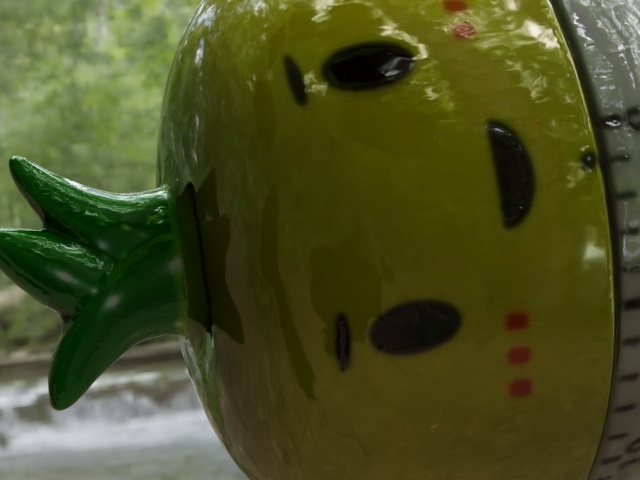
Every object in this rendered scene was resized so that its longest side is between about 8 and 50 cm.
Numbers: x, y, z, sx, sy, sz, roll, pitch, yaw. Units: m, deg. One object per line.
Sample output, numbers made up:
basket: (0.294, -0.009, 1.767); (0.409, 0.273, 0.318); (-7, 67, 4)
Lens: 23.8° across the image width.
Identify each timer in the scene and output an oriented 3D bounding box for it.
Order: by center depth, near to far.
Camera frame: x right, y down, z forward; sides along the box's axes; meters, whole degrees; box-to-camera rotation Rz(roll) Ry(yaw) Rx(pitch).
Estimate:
timer: (0.000, 0.000, 0.619); (0.285, 0.285, 0.285); (-7, -4, 0)
